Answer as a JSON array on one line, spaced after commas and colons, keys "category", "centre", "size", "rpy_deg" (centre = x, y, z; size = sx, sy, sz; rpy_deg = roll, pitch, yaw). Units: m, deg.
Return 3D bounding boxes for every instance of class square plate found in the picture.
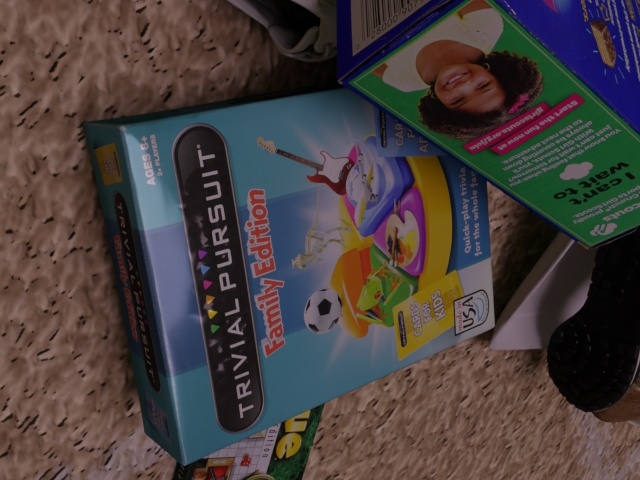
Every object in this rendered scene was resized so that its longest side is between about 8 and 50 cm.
[{"category": "square plate", "centre": [0.389, -0.009, 0.903], "size": [0.347, 0.049, 0.344], "rpy_deg": [4, 128, -36]}]

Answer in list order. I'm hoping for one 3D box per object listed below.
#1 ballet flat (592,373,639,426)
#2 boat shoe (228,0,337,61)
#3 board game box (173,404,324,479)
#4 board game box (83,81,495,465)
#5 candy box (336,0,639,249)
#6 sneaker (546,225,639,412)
[{"category": "ballet flat", "centre": [0.509, 0.214, 1.105], "size": [0.342, 0.116, 0.124], "rpy_deg": [1, 126, -36]}, {"category": "boat shoe", "centre": [-0.013, -0.173, 0.581], "size": [0.226, 0.083, 0.075], "rpy_deg": [25, 72, -39]}, {"category": "board game box", "centre": [-0.057, 0.159, 0.719], "size": [0.136, 0.030, 0.259], "rpy_deg": [8, 102, -40]}, {"category": "board game box", "centre": [0.000, 0.000, 0.641], "size": [0.336, 0.079, 0.253], "rpy_deg": [-17, 109, -33]}, {"category": "candy box", "centre": [0.159, -0.178, 0.601], "size": [0.317, 0.122, 0.268], "rpy_deg": [25, 52, -36]}, {"category": "sneaker", "centre": [0.359, 0.082, 0.857], "size": [0.124, 0.107, 0.283], "rpy_deg": [-16, 137, -29]}]
